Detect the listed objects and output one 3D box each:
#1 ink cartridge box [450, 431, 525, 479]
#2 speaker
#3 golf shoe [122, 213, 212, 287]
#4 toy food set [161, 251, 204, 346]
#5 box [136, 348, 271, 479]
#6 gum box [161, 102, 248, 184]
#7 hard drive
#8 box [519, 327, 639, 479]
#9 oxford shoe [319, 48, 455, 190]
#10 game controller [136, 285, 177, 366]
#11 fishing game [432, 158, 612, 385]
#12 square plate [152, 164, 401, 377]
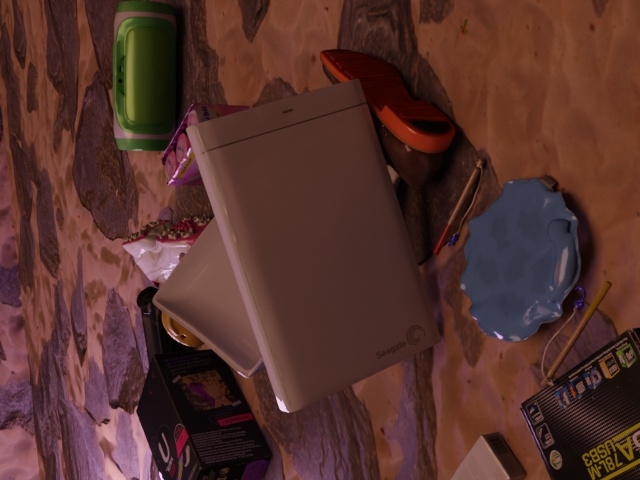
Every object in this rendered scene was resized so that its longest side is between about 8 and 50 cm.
[{"bbox_3d":[0.195,0.291,1.080,0.063,0.029,0.115,59,139,38],"label":"ink cartridge box"},{"bbox_3d":[-0.360,-0.334,1.843,0.131,0.131,0.296,13,103,57],"label":"speaker"},{"bbox_3d":[-0.276,0.027,1.777,0.306,0.115,0.140,-3,114,55],"label":"golf shoe"},{"bbox_3d":[-0.220,0.103,1.687,0.071,0.128,0.218,-74,4,-53],"label":"toy food set"},{"bbox_3d":[-0.222,0.351,1.650,0.270,0.143,0.165,56,136,41],"label":"box"},{"bbox_3d":[-0.207,-0.168,1.625,0.188,0.107,0.062,-47,53,49],"label":"gum box"},{"bbox_3d":[0.000,0.000,1.098,0.047,0.233,0.353,-8,102,61],"label":"hard drive"},{"bbox_3d":[0.300,0.208,0.890,0.190,0.045,0.184,-51,48,48],"label":"box"},{"bbox_3d":[0.070,-0.169,1.194,0.271,0.097,0.098,54,141,42],"label":"oxford shoe"},{"bbox_3d":[-0.329,0.256,1.877,0.166,0.067,0.319,-160,63,-72],"label":"game controller"},{"bbox_3d":[0.225,0.020,1.007,0.264,0.041,0.189,52,126,51],"label":"fishing game"},{"bbox_3d":[-0.069,0.011,1.325,0.347,0.049,0.344,-53,33,-9],"label":"square plate"}]
